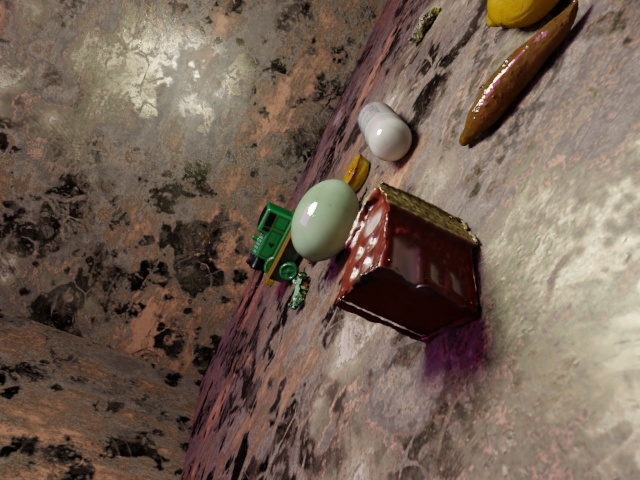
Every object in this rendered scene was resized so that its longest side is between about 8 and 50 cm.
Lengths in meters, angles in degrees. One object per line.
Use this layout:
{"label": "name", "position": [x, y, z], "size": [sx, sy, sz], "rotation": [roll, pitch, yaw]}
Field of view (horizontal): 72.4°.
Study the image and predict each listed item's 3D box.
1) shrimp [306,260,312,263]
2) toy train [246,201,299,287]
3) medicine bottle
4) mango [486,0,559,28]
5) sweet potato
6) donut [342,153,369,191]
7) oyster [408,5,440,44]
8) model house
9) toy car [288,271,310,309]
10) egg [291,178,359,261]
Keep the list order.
{"label": "shrimp", "position": [-0.002, -0.001, 1.689], "size": [0.217, 0.051, 0.115], "rotation": [-61, 12, 27]}
{"label": "toy train", "position": [-0.183, 0.010, 1.915], "size": [0.429, 0.249, 0.178], "rotation": [-61, 14, 13]}
{"label": "medicine bottle", "position": [0.197, -0.342, 1.363], "size": [0.130, 0.130, 0.341], "rotation": [-59, 14, 22]}
{"label": "mango", "position": [0.414, -0.519, 0.911], "size": [0.157, 0.109, 0.262], "rotation": [-64, 13, 13]}
{"label": "sweet potato", "position": [0.358, -0.308, 0.833], "size": [0.314, 0.072, 0.066], "rotation": [-58, 1, 35]}
{"label": "donut", "position": [0.128, -0.241, 1.598], "size": [0.151, 0.058, 0.152], "rotation": [-58, 15, 25]}
{"label": "oyster", "position": [0.384, -0.808, 1.645], "size": [0.108, 0.053, 0.165], "rotation": [-42, -11, -37]}
{"label": "model house", "position": [0.153, 0.019, 0.769], "size": [0.160, 0.196, 0.253], "rotation": [-52, 18, 48]}
{"label": "toy car", "position": [-0.077, 0.188, 1.628], "size": [0.073, 0.054, 0.143], "rotation": [128, 157, -48]}
{"label": "egg", "position": [0.016, -0.065, 1.402], "size": [0.282, 0.203, 0.203], "rotation": [-63, 13, -14]}
